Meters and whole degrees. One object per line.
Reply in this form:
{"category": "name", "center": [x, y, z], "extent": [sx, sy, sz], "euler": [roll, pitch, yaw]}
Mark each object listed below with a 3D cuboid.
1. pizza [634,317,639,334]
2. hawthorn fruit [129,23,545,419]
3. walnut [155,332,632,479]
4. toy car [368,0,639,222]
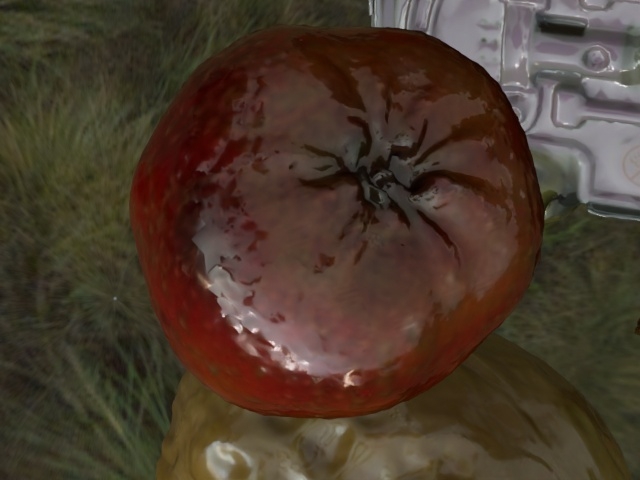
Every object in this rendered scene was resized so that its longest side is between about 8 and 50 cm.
{"category": "pizza", "center": [0.372, 0.000, 1.089], "extent": [0.161, 0.085, 0.305], "euler": [25, 107, -46]}
{"category": "hawthorn fruit", "center": [0.000, 0.000, 0.596], "extent": [0.179, 0.200, 0.179], "euler": [5, 67, -13]}
{"category": "walnut", "center": [0.051, 0.218, 1.048], "extent": [0.397, 0.308, 0.354], "euler": [22, 113, 22]}
{"category": "toy car", "center": [0.218, -0.141, 0.831], "extent": [0.336, 0.226, 0.242], "euler": [9, 120, 20]}
